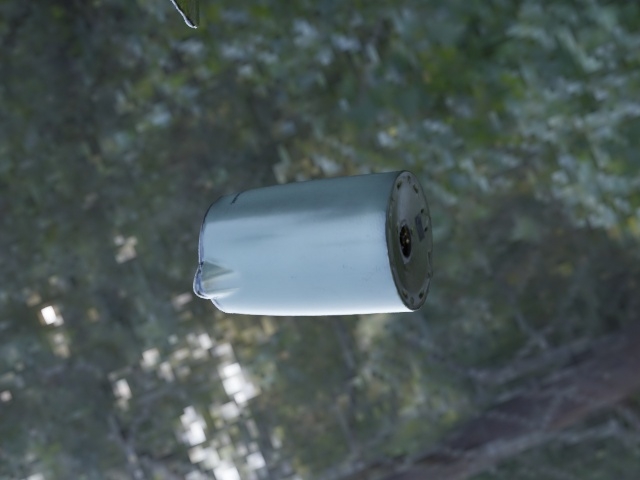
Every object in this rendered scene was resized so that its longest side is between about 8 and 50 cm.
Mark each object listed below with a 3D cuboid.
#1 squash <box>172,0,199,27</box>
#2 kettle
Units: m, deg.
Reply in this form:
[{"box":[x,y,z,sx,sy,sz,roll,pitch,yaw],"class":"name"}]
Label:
[{"box":[-0.163,-0.327,2.051,0.184,0.085,0.192,52,-179,-20],"class":"squash"},{"box":[0.000,0.000,2.237,0.240,0.255,0.165,-53,-48,-59],"class":"kettle"}]
